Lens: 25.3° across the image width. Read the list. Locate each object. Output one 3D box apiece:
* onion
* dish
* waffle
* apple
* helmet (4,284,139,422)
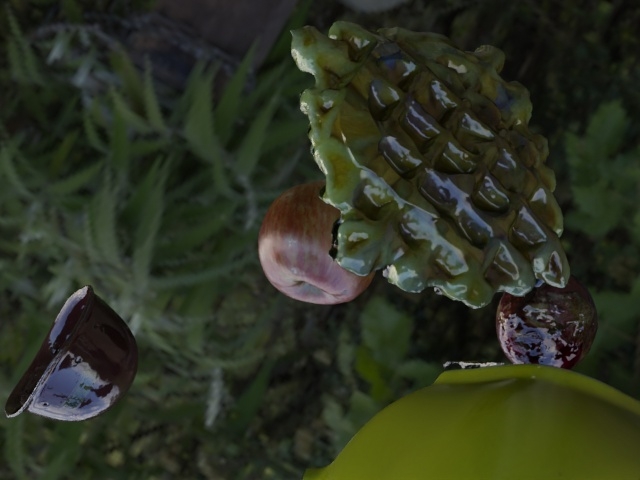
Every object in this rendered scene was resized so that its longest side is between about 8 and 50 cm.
[{"bbox_3d":[0.214,0.078,1.366,0.107,0.107,0.097,32,169,-31],"label":"onion"},{"bbox_3d":[0.128,0.144,0.906,0.221,0.108,0.262,29,160,-32],"label":"dish"},{"bbox_3d":[0.086,-0.056,0.986,0.204,0.223,0.054,7,150,-34],"label":"waffle"},{"bbox_3d":[0.000,0.000,1.652,0.146,0.131,0.146,8,162,3],"label":"apple"},{"bbox_3d":[-0.267,0.149,1.599,0.106,0.175,0.155,37,-172,-16],"label":"helmet"}]
